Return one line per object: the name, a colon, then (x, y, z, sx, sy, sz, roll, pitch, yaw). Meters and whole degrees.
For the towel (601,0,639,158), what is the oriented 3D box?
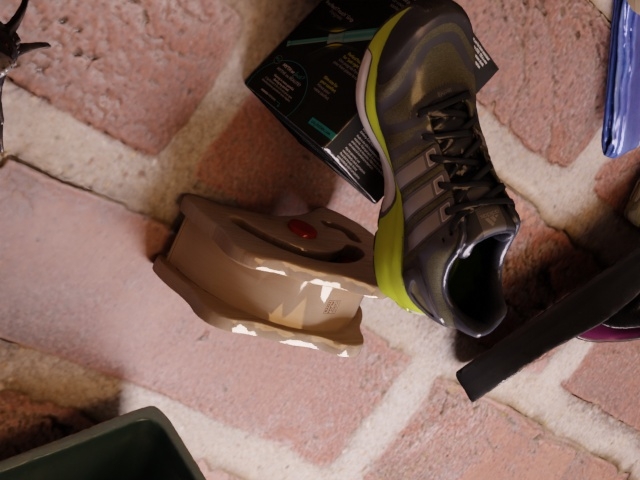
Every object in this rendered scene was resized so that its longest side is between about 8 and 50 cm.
towel: (0.430, -0.236, 1.751, 0.336, 0.040, 0.243, -24, 131, -28)

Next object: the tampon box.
tampon box: (0.045, -0.140, 1.415, 0.161, 0.120, 0.101, -47, 141, -1)

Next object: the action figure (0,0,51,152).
action figure: (-0.293, -0.091, 1.123, 0.276, 0.141, 0.164, -27, 126, -22)

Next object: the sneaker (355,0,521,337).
sneaker: (0.109, -0.055, 1.338, 0.111, 0.121, 0.299, -25, 125, -24)

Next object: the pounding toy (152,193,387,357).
pounding toy: (0.000, 0.000, 1.489, 0.270, 0.154, 0.154, 14, 113, -28)

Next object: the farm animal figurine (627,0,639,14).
farm animal figurine: (0.345, -0.375, 1.478, 0.330, 0.172, 0.327, -47, 131, 12)

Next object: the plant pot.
plant pot: (-0.219, 0.349, 1.502, 0.247, 0.248, 0.252, -18, 149, -33)

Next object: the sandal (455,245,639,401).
sandal: (0.356, 0.072, 1.866, 0.446, 0.107, 0.167, -32, 173, -12)

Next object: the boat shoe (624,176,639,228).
boat shoe: (0.386, -0.084, 1.861, 0.056, 0.048, 0.153, 6, 112, -32)
